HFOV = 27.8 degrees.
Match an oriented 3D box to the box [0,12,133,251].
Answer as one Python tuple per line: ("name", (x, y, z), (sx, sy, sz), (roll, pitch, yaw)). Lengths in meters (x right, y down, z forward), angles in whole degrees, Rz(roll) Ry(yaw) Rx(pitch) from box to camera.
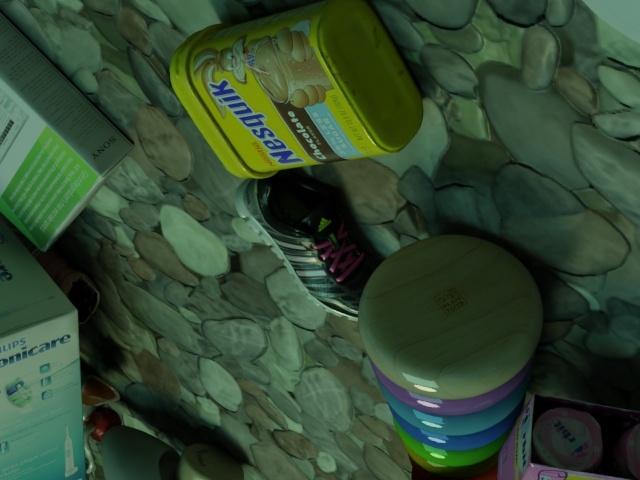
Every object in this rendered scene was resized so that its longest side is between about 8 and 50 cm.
("box", (-0.349, -0.149, 1.299), (0.322, 0.058, 0.232), (47, 148, -5))

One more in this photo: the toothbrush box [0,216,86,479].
("toothbrush box", (-0.371, 0.146, 1.467), (0.216, 0.126, 0.295), (44, 141, 37))

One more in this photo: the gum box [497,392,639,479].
("gum box", (0.239, 0.182, 0.989), (0.188, 0.062, 0.107), (10, 145, -2))

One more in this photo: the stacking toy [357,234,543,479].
("stacking toy", (0.118, 0.142, 1.095), (0.141, 0.141, 0.330), (25, 152, 25))

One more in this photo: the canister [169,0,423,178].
("canister", (-0.019, -0.112, 0.967), (0.170, 0.073, 0.126), (-5, 126, 48))

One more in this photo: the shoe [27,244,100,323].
("shoe", (-0.304, 0.085, 1.524), (0.081, 0.063, 0.178), (32, 143, 26))

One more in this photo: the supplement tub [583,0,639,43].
("supplement tub", (0.191, -0.179, 0.535), (0.144, 0.199, 0.144), (28, 146, 21))

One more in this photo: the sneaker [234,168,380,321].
("sneaker", (0.000, 0.000, 1.090), (0.170, 0.063, 0.075), (45, 155, 4))

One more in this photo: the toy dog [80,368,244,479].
("toy dog", (-0.263, 0.274, 1.587), (0.334, 0.161, 0.220), (15, 96, 28))
